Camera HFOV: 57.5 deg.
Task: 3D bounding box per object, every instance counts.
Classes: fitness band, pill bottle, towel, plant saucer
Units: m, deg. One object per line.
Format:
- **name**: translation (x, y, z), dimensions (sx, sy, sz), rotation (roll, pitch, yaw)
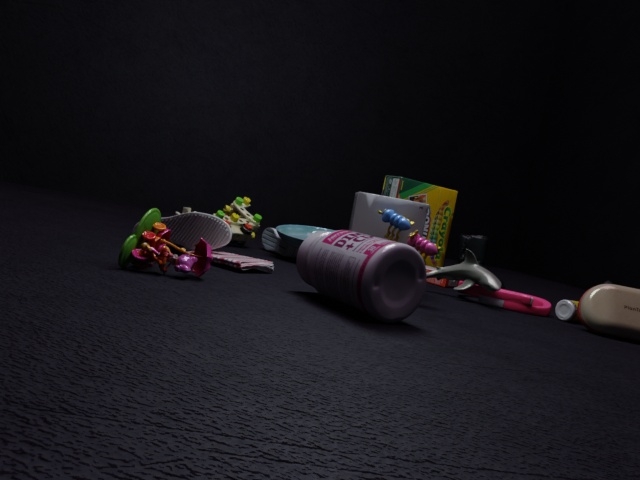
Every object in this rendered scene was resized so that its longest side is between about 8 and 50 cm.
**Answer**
- **fitness band**: translation (0.581, 0.180, 1.853), dimensions (0.290, 0.054, 0.209), rotation (13, 3, 14)
- **pill bottle**: translation (0.775, 0.216, 1.772), dimensions (0.116, 0.065, 0.065), rotation (9, 4, -31)
- **towel**: translation (-0.238, 0.055, 1.543), dimensions (0.197, 0.029, 0.144), rotation (10, 2, 32)
- **plant saucer**: translation (0.000, 0.000, 2.020), dimensions (0.317, 0.044, 0.317), rotation (9, 10, -2)
- **pill bottle**: translation (0.076, 0.064, 1.245), dimensions (0.160, 0.161, 0.283), rotation (9, 4, -35)

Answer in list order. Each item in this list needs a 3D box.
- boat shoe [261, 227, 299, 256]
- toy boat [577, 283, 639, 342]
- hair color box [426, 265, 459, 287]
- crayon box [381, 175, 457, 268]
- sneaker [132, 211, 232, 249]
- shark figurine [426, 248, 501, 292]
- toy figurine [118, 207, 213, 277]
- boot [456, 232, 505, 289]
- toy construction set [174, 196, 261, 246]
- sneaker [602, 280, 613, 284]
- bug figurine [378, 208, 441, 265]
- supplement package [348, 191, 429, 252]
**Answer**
- **boat shoe**: translation (-0.141, 0.019, 2.126), dimensions (0.075, 0.083, 0.226), rotation (21, 9, -34)
- **toy boat**: translation (0.835, 0.215, 1.632), dimensions (0.231, 0.151, 0.151), rotation (12, -27, 7)
- **hair color box**: translation (0.424, 0.132, 2.155), dimensions (0.093, 0.054, 0.167), rotation (7, 7, -41)
- **crayon box**: translation (0.364, -0.046, 2.275), dimensions (0.313, 0.363, 0.106), rotation (8, 4, -35)
- **sneaker**: translation (-0.359, -0.024, 1.631), dimensions (0.281, 0.102, 0.161), rotation (3, -3, 15)
- **shark figurine**: translation (0.424, 0.084, 1.800), dimensions (0.278, 0.116, 0.166), rotation (4, 20, 25)
- **toy figurine**: translation (-0.308, 0.027, 1.223), dimensions (0.159, 0.130, 0.173), rotation (20, 26, 4)
- **boot**: translation (0.656, 0.084, 2.389), dimensions (0.094, 0.207, 0.246), rotation (8, 5, -41)
- **toy construction set**: translation (-0.353, -0.071, 2.100), dimensions (0.327, 0.151, 0.215), rotation (-7, 46, -39)
- **sneaker**: translation (0.955, 0.193, 1.812), dimensions (0.281, 0.106, 0.163), rotation (10, 43, -23)
- **bug figurine**: translation (0.180, 0.029, 1.499), dimensions (0.216, 0.279, 0.072), rotation (28, -29, 28)
- **supplement package**: translation (0.179, 0.005, 1.687), dimensions (0.203, 0.262, 0.145), rotation (10, 3, -2)
